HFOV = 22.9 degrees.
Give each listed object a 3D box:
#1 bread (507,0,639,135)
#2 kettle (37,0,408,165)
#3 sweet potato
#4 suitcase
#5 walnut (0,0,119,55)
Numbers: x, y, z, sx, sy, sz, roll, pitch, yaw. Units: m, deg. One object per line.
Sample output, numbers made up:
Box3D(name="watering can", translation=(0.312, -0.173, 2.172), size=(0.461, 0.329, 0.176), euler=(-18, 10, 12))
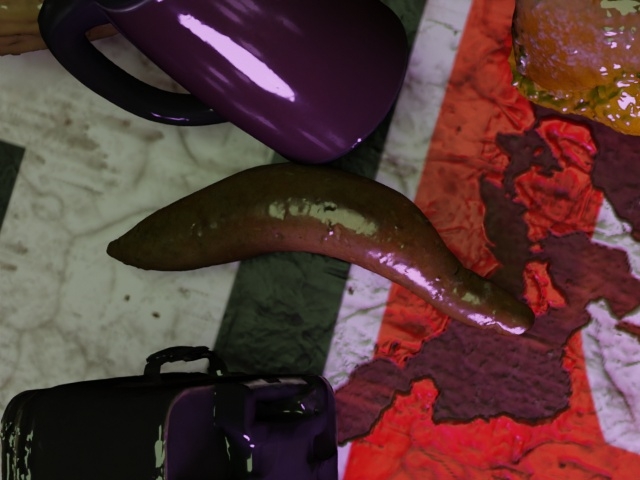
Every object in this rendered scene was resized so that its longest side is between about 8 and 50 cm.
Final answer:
Box3D(name="bread", translation=(0.260, -0.156, 1.144), size=(0.246, 0.195, 0.176), euler=(11, 86, 9))
Box3D(name="kettle", translation=(-0.078, -0.159, 1.171), size=(0.202, 0.232, 0.144), euler=(-25, 52, 30))
Box3D(name="sweet potato", translation=(0.004, -0.005, 1.244), size=(0.346, 0.079, 0.108), euler=(12, 118, 8))
Box3D(name="suitcase", translation=(-0.098, 0.294, 1.150), size=(0.194, 0.283, 0.434), euler=(-1, 89, 27))
Box3D(name="walnut", translation=(-0.219, -0.242, 1.230), size=(0.245, 0.198, 0.198), euler=(-17, 86, 8))
